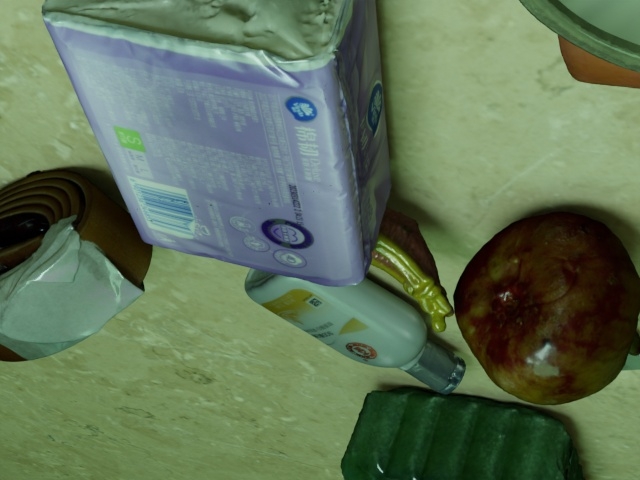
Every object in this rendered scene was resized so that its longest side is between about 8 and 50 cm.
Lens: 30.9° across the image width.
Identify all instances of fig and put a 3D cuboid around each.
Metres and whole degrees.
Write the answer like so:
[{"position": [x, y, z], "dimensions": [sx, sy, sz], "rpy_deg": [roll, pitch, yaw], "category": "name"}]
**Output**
[{"position": [0.239, 0.087, 1.177], "dimensions": [0.190, 0.190, 0.290], "rpy_deg": [10, 164, 18], "category": "fig"}]

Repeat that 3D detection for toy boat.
[{"position": [0.004, -0.005, 1.213], "dimensions": [0.318, 0.099, 0.141], "rpy_deg": [21, 168, 23], "category": "toy boat"}]

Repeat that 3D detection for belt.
[{"position": [-0.348, 0.032, 1.396], "dimensions": [0.338, 0.217, 0.122], "rpy_deg": [-11, 139, 41], "category": "belt"}]

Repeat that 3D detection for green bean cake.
[{"position": [0.211, 0.342, 1.636], "dimensions": [0.308, 0.169, 0.300], "rpy_deg": [8, 148, 24], "category": "green bean cake"}]

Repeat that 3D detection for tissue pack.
[{"position": [-0.070, -0.121, 1.012], "dimensions": [0.242, 0.160, 0.338], "rpy_deg": [11, 150, 13], "category": "tissue pack"}]

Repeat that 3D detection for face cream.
[{"position": [0.051, 0.100, 1.412], "dimensions": [0.291, 0.071, 0.144], "rpy_deg": [33, 150, -23], "category": "face cream"}]

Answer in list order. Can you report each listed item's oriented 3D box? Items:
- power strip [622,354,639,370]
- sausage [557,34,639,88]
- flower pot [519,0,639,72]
[{"position": [0.320, 0.135, 1.354], "dimensions": [0.136, 0.019, 0.051], "rpy_deg": [-11, 140, 44], "category": "power strip"}, {"position": [0.299, -0.147, 0.783], "dimensions": [0.259, 0.113, 0.113], "rpy_deg": [7, 149, 25], "category": "sausage"}, {"position": [0.210, -0.220, 0.611], "dimensions": [0.212, 0.202, 0.212], "rpy_deg": [14, 150, 8], "category": "flower pot"}]
